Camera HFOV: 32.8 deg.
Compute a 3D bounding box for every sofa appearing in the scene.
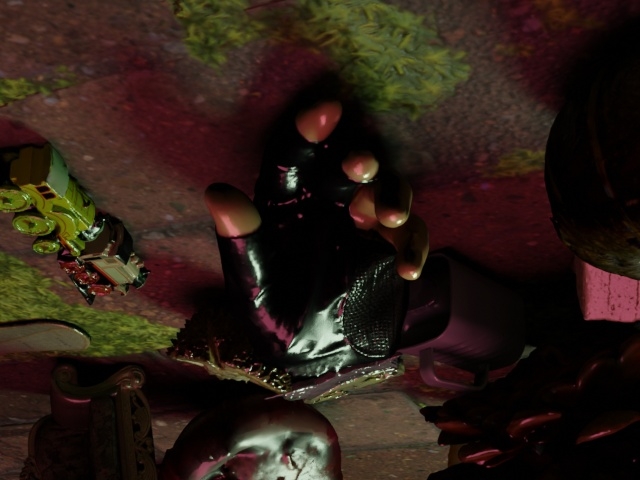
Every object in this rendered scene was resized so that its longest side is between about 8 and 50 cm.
[{"bbox_3d":[-0.321,0.308,1.465,0.182,0.258,0.200,-3,156,-16],"label":"sofa"}]

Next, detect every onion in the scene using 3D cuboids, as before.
[{"bbox_3d":[-0.108,0.313,1.538,0.272,0.195,0.272,-10,121,-17],"label":"onion"}]

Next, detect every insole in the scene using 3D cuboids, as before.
[{"bbox_3d":[-0.452,0.138,1.415,0.348,0.009,0.119,-8,150,23],"label":"insole"}]

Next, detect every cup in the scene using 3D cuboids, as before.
[{"bbox_3d":[0.138,0.093,1.117,0.129,0.128,0.095,22,148,-35],"label":"cup"}]

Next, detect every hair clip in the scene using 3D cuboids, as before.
[{"bbox_3d":[0.020,0.168,1.336,0.187,0.056,0.146,-10,163,6],"label":"hair clip"}]

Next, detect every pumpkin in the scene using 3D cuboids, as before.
[{"bbox_3d":[0.278,-0.047,0.788,0.238,0.159,0.238,-1,153,-1],"label":"pumpkin"}]

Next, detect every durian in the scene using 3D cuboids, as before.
[{"bbox_3d":[-0.096,0.117,1.241,0.148,0.091,0.188,16,166,-5],"label":"durian"}]

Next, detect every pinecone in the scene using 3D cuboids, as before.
[{"bbox_3d":[0.301,0.278,1.140,0.384,0.384,0.384,3,153,2],"label":"pinecone"}]

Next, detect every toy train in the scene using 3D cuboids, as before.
[{"bbox_3d":[-0.238,-0.007,1.057,0.085,0.053,0.250,-8,151,11],"label":"toy train"}]

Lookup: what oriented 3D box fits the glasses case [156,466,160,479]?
[{"bbox_3d":[-0.259,0.427,1.905,0.073,0.049,0.194,26,145,-36],"label":"glasses case"}]

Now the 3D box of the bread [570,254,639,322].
[{"bbox_3d":[0.278,-0.008,1.013,0.077,0.105,0.152,0,121,9],"label":"bread"}]

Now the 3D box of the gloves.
[{"bbox_3d":[-0.003,-0.002,0.930,0.197,0.152,0.301,-11,150,-17],"label":"gloves"}]

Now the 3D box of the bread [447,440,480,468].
[{"bbox_3d":[0.267,0.264,1.415,0.229,0.140,0.143,-11,151,14],"label":"bread"}]
